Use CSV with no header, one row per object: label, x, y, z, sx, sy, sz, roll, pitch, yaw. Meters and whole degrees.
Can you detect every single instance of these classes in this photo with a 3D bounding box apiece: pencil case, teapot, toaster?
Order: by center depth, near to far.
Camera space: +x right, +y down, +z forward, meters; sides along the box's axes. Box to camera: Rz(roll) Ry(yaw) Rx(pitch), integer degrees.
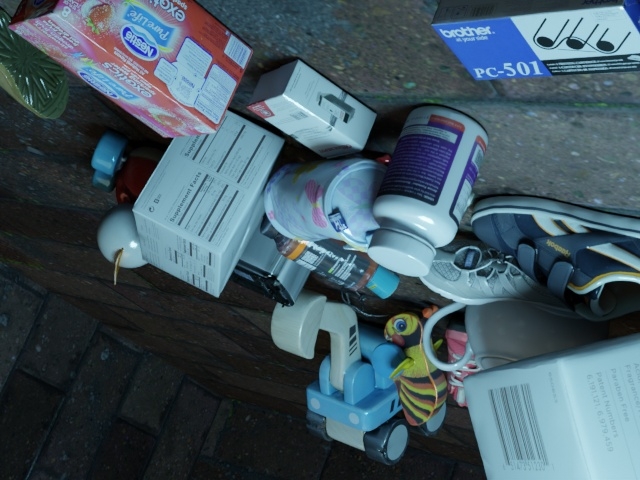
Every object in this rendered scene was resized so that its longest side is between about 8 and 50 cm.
pencil case,0.015,-0.051,1.446,0.124,0.113,0.273,60,163,-16
teapot,0.337,0.171,1.726,0.252,0.187,0.256,29,162,-19
toaster,-0.108,0.035,1.954,0.186,0.110,0.168,23,165,23

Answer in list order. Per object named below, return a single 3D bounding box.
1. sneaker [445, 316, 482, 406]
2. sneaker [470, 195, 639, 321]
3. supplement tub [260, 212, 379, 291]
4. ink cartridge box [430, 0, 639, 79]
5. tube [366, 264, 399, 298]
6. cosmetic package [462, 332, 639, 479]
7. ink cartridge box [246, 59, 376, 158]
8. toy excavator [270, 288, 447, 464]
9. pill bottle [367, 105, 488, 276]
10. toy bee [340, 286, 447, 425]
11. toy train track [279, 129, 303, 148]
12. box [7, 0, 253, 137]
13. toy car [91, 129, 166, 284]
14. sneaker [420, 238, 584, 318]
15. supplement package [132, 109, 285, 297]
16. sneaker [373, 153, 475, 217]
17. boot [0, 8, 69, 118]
sneaker,0.304,0.254,2.086,0.116,0.136,0.314,14,161,20
sneaker,0.336,0.027,1.413,0.321,0.127,0.126,12,161,34
supplement tub,0.000,0.000,1.757,0.198,0.106,0.106,28,161,-17
ink cartridge box,0.219,-0.203,1.009,0.207,0.046,0.097,5,155,43
tube,0.049,0.028,1.885,0.207,0.052,0.080,36,154,-18
cosmetic package,0.463,0.286,1.428,0.394,0.327,0.329,-11,170,-15
ink cartridge box,-0.011,-0.168,1.359,0.135,0.056,0.099,31,161,-27
toy excavator,0.069,0.255,2.239,0.222,0.433,0.445,14,118,38
pill bottle,0.127,-0.058,1.291,0.108,0.193,0.108,20,162,7
toy bee,0.172,0.203,2.037,0.162,0.195,0.298,-32,103,32
toy train track,-0.058,-0.145,1.549,0.083,0.014,0.048,6,156,41
box,-0.226,-0.244,1.273,0.123,0.128,0.257,1,153,48
toy car,-0.320,-0.030,1.825,0.219,0.238,0.210,24,162,-5
sneaker,0.284,0.036,1.570,0.281,0.105,0.115,8,152,9
supplement package,-0.170,-0.059,1.606,0.145,0.204,0.262,27,162,1
sneaker,0.105,-0.068,1.495,0.118,0.107,0.279,48,151,-16
boot,-0.540,-0.287,1.601,0.270,0.089,0.236,9,148,35
